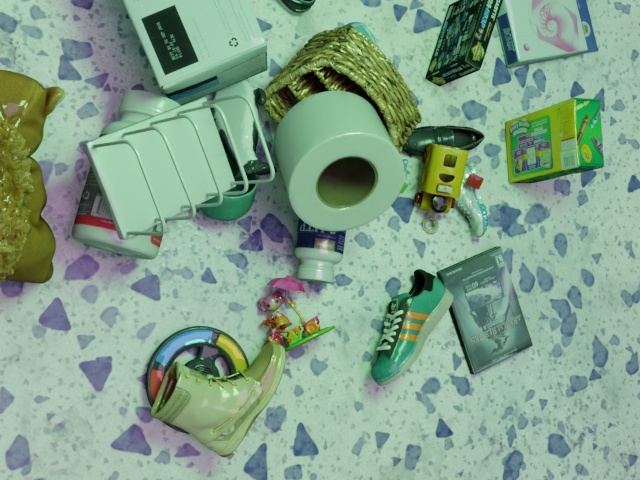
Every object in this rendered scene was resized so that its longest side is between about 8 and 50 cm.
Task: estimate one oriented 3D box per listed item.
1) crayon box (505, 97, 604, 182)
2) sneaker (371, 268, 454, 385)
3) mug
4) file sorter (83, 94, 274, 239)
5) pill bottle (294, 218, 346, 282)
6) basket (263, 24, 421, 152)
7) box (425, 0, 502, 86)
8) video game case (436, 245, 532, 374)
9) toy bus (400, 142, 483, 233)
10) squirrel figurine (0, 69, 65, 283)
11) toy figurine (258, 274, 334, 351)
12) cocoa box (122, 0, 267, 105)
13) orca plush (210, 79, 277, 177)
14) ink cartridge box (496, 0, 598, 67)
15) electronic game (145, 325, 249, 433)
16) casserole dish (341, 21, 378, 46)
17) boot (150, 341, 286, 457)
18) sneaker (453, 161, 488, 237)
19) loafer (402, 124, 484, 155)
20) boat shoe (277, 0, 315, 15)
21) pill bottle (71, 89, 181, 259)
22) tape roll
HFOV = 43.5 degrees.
[{"bbox_3d":[0.575,-0.242,1.997,0.081,0.278,0.166,-2,87,-22],"label":"crayon box"},{"bbox_3d":[0.192,0.199,1.895,0.121,0.108,0.302,45,63,-13],"label":"sneaker"},{"bbox_3d":[-0.219,-0.110,1.733,0.157,0.097,0.130,21,47,3],"label":"mug"},{"bbox_3d":[-0.256,-0.143,1.504,0.277,0.173,0.193,-30,110,-36],"label":"file sorter"},{"bbox_3d":[0.000,0.000,1.819,0.111,0.112,0.187,10,81,-22],"label":"pill bottle"},{"bbox_3d":[0.057,-0.292,1.786,0.223,0.213,0.299,-51,119,-18],"label":"basket"},{"bbox_3d":[0.355,-0.505,1.979,0.051,0.175,0.220,24,76,-23],"label":"box"},{"bbox_3d":[0.419,0.175,2.035,0.196,0.026,0.274,-21,93,-23],"label":"video game case"},{"bbox_3d":[0.290,-0.135,1.923,0.191,0.104,0.202,-36,101,4],"label":"toy bus"},{"bbox_3d":[-0.576,-0.124,1.424,0.280,0.397,0.371,16,88,-17],"label":"squirrel figurine"},{"bbox_3d":[-0.079,0.162,1.791,0.173,0.130,0.159,-27,83,1],"label":"toy figurine"},{"bbox_3d":[-0.273,-0.485,1.634,0.231,0.228,0.347,-23,90,-3],"label":"cocoa box"},{"bbox_3d":[-0.153,-0.244,1.754,0.151,0.102,0.287,-36,57,8],"label":"orca plush"},{"bbox_3d":[0.610,-0.652,2.162,0.329,0.071,0.324,-15,91,-22],"label":"ink cartridge box"},{"bbox_3d":[-0.259,0.298,1.717,0.229,0.048,0.230,2,85,-24],"label":"electronic game"},{"bbox_3d":[0.065,-0.454,1.925,0.188,0.037,0.114,-36,101,-23],"label":"casserole dish"},{"bbox_3d":[-0.208,0.292,1.662,0.203,0.095,0.262,36,83,-23],"label":"boot"},{"bbox_3d":[0.364,-0.097,2.018,0.082,0.071,0.191,-13,87,-11],"label":"sneaker"},{"bbox_3d":[0.303,-0.252,1.988,0.223,0.078,0.076,-6,88,-24],"label":"loafer"},{"bbox_3d":[-0.114,-0.624,1.837,0.254,0.079,0.095,46,70,-14],"label":"boat shoe"},{"bbox_3d":[-0.377,-0.134,1.630,0.176,0.176,0.319,18,79,-21],"label":"pill bottle"},{"bbox_3d":[0.034,-0.165,1.671,0.246,0.169,0.246,-9,131,-11],"label":"tape roll"}]
